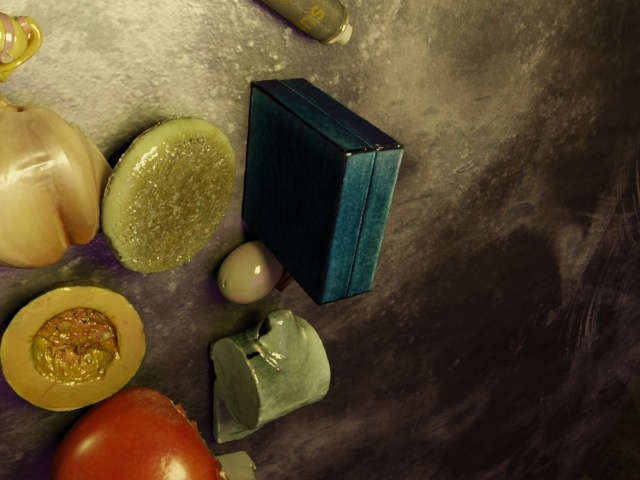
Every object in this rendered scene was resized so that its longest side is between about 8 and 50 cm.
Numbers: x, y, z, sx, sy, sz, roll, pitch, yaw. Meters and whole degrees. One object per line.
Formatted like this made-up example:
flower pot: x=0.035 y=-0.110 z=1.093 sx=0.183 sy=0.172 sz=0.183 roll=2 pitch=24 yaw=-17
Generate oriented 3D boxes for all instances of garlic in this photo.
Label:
garlic: x=-0.374 y=-0.072 z=0.817 sx=0.217 sy=0.110 sz=0.228 roll=-48 pitch=134 yaw=-35

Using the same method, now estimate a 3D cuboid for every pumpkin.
pumpkin: x=-0.402 y=0.154 z=1.009 sx=0.217 sy=0.110 sz=0.217 roll=-10 pitch=118 yaw=-20

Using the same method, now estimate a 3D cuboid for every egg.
egg: x=-0.127 y=0.057 z=1.134 sx=0.135 sy=0.103 sz=0.103 roll=-41 pitch=136 yaw=-5

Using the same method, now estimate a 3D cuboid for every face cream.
face cream: x=-0.053 y=-0.367 z=0.897 sx=0.283 sy=0.073 sz=0.073 roll=21 pitch=107 yaw=-44

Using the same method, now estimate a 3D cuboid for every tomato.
tomato: x=-0.323 y=0.443 z=1.116 sx=0.272 sy=0.341 sz=0.341 roll=-33 pitch=136 yaw=-22

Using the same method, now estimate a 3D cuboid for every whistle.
whistle: x=-0.133 y=0.289 z=1.285 sx=0.168 sy=0.188 sz=0.405 roll=-14 pitch=162 yaw=-35

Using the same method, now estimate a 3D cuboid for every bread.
bread: x=-0.221 y=-0.063 z=0.955 sx=0.267 sy=0.040 sz=0.267 roll=-43 pitch=149 yaw=-33

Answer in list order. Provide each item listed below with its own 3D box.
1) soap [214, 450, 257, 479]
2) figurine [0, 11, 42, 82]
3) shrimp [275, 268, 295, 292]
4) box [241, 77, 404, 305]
soap: x=-0.301 y=0.670 z=1.305 sx=0.435 sy=0.350 sz=0.213 roll=9 pitch=123 yaw=-39
figurine: x=-0.417 y=-0.202 z=0.752 sx=0.083 sy=0.083 sz=0.187 roll=33 pitch=92 yaw=-46
shrimp: x=0.005 y=0.000 z=1.186 sx=0.066 sy=0.117 sz=0.262 roll=35 pitch=99 yaw=-13
box: x=-0.013 y=-0.086 z=0.987 sx=0.116 sy=0.279 sz=0.261 roll=-14 pitch=129 yaw=-31
